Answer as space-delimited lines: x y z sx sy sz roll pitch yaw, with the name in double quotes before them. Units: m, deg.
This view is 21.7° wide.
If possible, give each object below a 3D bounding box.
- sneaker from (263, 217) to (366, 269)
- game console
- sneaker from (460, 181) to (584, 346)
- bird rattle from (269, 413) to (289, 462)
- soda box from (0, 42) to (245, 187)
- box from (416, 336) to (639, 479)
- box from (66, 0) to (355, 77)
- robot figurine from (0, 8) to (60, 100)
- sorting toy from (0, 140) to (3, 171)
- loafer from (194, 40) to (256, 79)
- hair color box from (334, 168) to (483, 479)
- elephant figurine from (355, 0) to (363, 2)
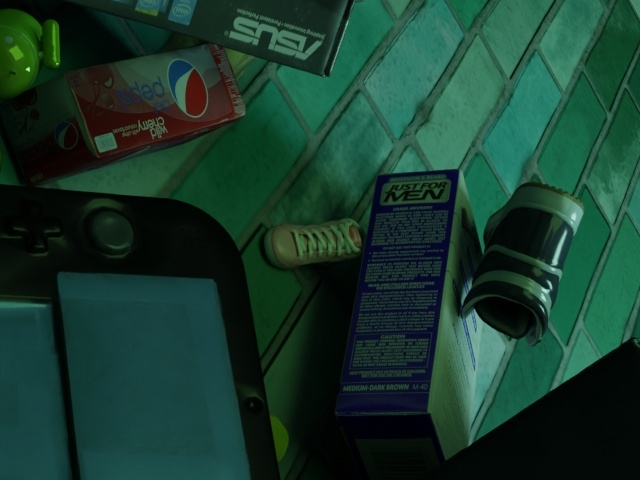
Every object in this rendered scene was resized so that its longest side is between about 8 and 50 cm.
"sneaker" 0.000 0.000 1.798 0.134 0.070 0.051 4 71 -55
"game console" -0.196 0.131 1.302 0.342 0.060 0.386 7 58 -32
"sneaker" 0.212 0.047 1.841 0.282 0.099 0.153 94 17 -74
"bird rattle" -0.099 0.249 1.430 0.207 0.143 0.253 3 48 -30
"soda box" -0.180 -0.122 1.573 0.263 0.092 0.083 -23 92 -58
"box" 0.277 0.329 1.591 0.472 0.480 0.297 7 51 -54
"box" -0.122 -0.354 1.541 0.395 0.097 0.318 14 100 -32
"robot figurine" -0.276 -0.162 1.460 0.115 0.101 0.067 -86 174 -67
"sorting toy" -0.312 -0.084 1.411 0.102 0.042 0.061 34 60 -60
"loafer" -0.101 -0.199 1.779 0.056 0.050 0.148 52 35 -25
"hair color box" 0.105 0.106 1.808 0.185 0.110 0.339 71 24 -44
"elephant figurine" 0.002 -0.392 1.878 0.169 0.186 0.239 -15 120 -42
